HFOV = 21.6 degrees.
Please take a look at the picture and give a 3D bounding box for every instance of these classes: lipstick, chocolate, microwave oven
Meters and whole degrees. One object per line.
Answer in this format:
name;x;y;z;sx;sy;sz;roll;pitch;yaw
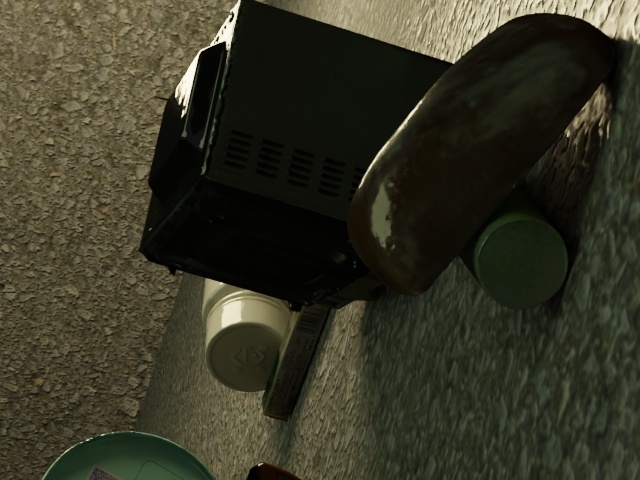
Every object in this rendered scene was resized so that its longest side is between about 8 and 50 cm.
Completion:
lipstick;0.132;-0.023;1.359;0.304;0.076;0.076;-110;37;-75
chocolate;0.107;-0.084;1.281;0.254;0.080;0.157;-49;15;0
microwave oven;-0.030;-0.065;1.754;0.355;0.286;0.218;145;138;-69

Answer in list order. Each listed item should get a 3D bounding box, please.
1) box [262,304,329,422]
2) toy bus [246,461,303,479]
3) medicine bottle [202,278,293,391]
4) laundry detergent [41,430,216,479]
box;-0.029;0.132;2.139;0.050;0.041;0.207;-100;26;-62
toy bus;-0.072;0.431;1.767;0.093;0.092;0.408;121;162;-51
medicine bottle;-0.093;0.091;2.287;0.237;0.139;0.139;-91;19;-59
laundry detergent;-0.299;0.465;2.441;0.305;0.287;0.287;120;162;-56
